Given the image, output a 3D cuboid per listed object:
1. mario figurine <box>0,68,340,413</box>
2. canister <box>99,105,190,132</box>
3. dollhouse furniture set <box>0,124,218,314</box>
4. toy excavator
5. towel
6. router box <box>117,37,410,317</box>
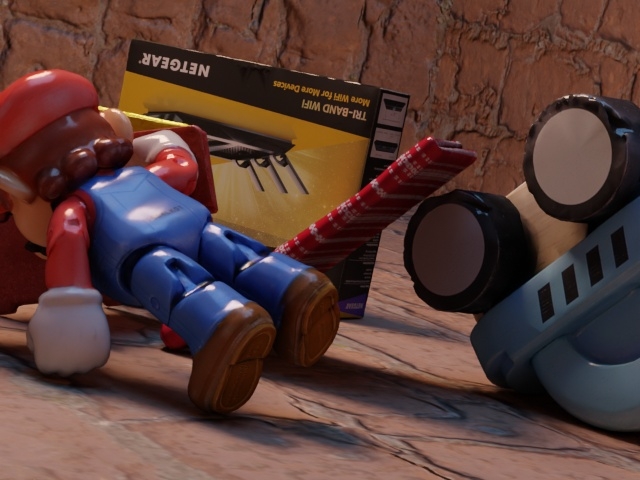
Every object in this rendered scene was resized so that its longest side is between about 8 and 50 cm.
[{"bbox_3d":[-0.141,0.008,1.335,0.320,0.170,0.198,38,8,27],"label":"mario figurine"},{"bbox_3d":[-0.191,-0.034,1.713,0.126,0.170,0.073,13,5,12],"label":"canister"},{"bbox_3d":[-0.290,-0.010,1.595,0.374,0.152,0.201,-5,-2,24],"label":"dollhouse furniture set"},{"bbox_3d":[0.340,0.078,1.500,0.222,0.445,0.433,5,-36,-48],"label":"toy excavator"},{"bbox_3d":[0.000,0.000,1.531,0.031,0.275,0.199,55,12,6],"label":"towel"},{"bbox_3d":[-0.079,-0.068,1.971,0.309,0.243,0.081,13,5,26],"label":"router box"}]
